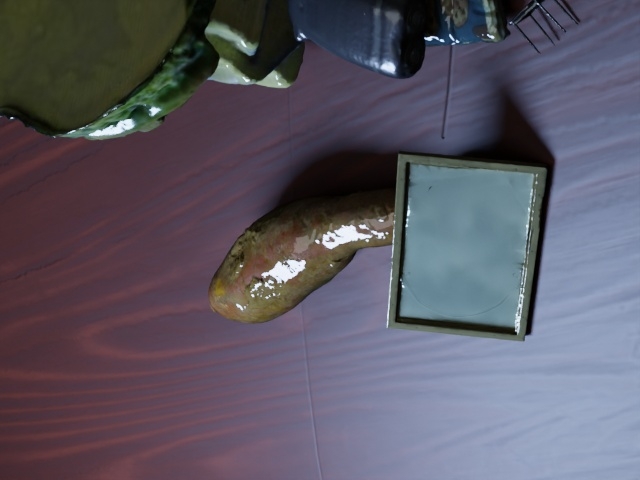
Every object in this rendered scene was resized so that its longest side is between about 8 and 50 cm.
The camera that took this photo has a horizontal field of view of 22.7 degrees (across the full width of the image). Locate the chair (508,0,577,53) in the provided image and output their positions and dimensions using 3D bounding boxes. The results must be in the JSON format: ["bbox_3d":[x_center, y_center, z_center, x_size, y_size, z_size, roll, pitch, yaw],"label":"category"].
[{"bbox_3d":[0.178,-0.204,1.365,0.042,0.037,0.086,-36,89,41],"label":"chair"}]

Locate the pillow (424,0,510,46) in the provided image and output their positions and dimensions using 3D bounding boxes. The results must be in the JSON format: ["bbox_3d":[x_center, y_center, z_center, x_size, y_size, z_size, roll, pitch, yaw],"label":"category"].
[{"bbox_3d":[0.073,-0.293,1.432,0.189,0.034,0.255,5,118,49],"label":"pillow"}]

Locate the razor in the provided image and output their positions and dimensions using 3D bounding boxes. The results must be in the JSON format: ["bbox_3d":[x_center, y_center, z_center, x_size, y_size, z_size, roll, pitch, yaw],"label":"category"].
[{"bbox_3d":[0.031,-0.208,1.467,0.148,0.054,0.090,28,130,35],"label":"razor"}]

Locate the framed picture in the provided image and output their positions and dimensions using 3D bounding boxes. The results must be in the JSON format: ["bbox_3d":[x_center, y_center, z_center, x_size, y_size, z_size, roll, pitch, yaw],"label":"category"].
[{"bbox_3d":[0.135,0.008,1.506,0.136,0.010,0.200,6,124,5],"label":"framed picture"}]

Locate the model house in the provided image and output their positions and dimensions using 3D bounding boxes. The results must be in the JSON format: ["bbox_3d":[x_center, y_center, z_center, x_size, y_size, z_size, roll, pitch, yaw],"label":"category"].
[{"bbox_3d":[-0.173,-0.201,1.550,0.321,0.266,0.261,11,85,32],"label":"model house"}]

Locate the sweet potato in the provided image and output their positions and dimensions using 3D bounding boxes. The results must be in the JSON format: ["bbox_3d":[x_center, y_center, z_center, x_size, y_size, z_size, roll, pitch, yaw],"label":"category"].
[{"bbox_3d":[0.000,0.000,1.650,0.385,0.109,0.109,-28,91,46],"label":"sweet potato"}]
